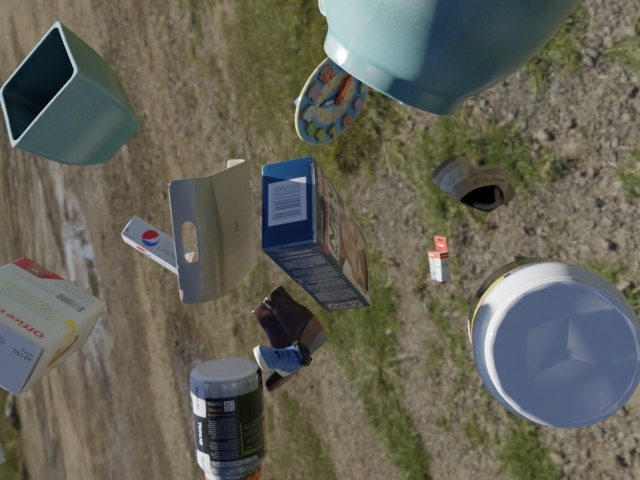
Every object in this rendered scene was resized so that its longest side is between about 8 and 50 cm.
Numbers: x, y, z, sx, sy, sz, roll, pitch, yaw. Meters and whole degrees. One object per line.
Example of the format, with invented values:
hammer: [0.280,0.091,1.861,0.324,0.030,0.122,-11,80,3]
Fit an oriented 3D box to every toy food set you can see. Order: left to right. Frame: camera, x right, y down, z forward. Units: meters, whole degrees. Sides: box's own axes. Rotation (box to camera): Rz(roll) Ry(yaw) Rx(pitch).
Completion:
toy food set: [-0.202,-0.029,1.382,0.306,0.093,0.219,-51,-42,-73]

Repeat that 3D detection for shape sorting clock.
shape sorting clock: [0.029,-0.276,1.417,0.040,0.206,0.206,37,131,32]

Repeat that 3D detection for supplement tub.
supplement tub: [-0.244,0.489,1.956,0.194,0.194,0.315,13,108,62]
supplement tub: [0.356,0.150,1.142,0.331,0.241,0.240,-3,-95,-80]

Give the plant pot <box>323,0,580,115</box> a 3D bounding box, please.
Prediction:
plant pot: [0.120,-0.264,0.815,0.293,0.293,0.196,53,125,44]

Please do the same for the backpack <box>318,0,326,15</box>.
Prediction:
backpack: [0.090,-0.545,1.480,0.225,0.191,0.253,-26,51,32]

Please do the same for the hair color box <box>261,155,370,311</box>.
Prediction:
hair color box: [0.000,0.000,1.406,0.347,0.105,0.173,51,-146,-60]

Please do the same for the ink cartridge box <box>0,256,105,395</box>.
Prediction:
ink cartridge box: [-0.797,0.215,1.948,0.160,0.279,0.384,-59,0,13]

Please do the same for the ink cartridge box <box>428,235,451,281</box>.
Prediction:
ink cartridge box: [0.313,0.049,1.935,0.063,0.029,0.115,-167,68,-69]

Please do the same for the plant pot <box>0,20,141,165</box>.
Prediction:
plant pot: [-0.595,-0.331,1.804,0.247,0.252,0.247,-44,50,15]

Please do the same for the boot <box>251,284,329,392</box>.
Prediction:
boot: [-0.120,0.275,2.041,0.207,0.248,0.090,43,-178,8]

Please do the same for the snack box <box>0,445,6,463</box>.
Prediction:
snack box: [-0.492,0.284,0.904,0.064,0.178,0.022,53,149,31]

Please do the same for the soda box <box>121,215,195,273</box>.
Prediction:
soda box: [-0.434,0.021,1.998,0.069,0.216,0.074,-58,-3,-18]

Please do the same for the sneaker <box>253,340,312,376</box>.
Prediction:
sneaker: [-0.068,0.228,1.458,0.152,0.085,0.058,43,-159,-58]

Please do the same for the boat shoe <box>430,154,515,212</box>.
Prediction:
boat shoe: [0.391,-0.115,1.772,0.121,0.341,0.110,-48,59,27]
